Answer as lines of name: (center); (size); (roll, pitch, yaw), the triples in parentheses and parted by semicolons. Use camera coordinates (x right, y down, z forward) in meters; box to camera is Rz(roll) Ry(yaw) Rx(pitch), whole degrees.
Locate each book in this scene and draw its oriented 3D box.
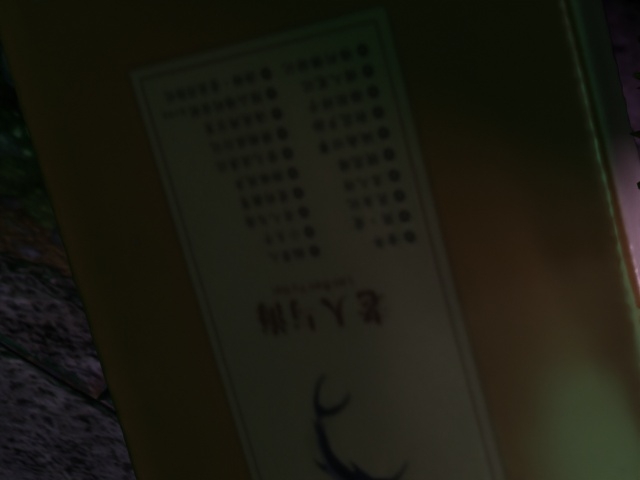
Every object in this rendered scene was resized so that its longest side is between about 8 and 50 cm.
book: (0.000, 0.000, 0.547); (0.269, 0.032, 0.389); (-7, 104, 35)

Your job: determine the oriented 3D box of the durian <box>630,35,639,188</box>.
durian: (0.219, -0.059, 0.345); (0.291, 0.224, 0.291); (1, 96, 13)
